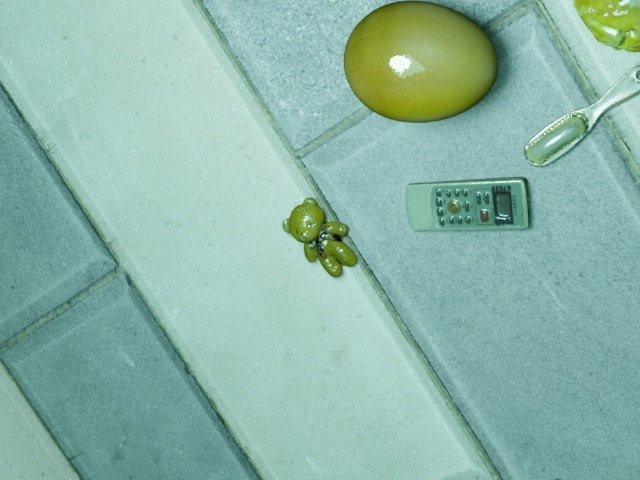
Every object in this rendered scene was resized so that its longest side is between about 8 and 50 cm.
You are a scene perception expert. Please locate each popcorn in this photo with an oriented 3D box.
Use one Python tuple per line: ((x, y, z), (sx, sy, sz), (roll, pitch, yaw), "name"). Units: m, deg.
((0.591, -0.487, 1.438), (0.277, 0.225, 0.276), (2, 78, -8), "popcorn")

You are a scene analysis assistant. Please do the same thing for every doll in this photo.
((0.000, 0.000, 1.935), (0.137, 0.097, 0.209), (-41, 95, 23), "doll")

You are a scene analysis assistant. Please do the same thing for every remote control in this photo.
((0.336, -0.081, 1.794), (0.285, 0.038, 0.123), (0, 109, 23), "remote control")

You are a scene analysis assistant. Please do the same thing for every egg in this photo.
((0.209, -0.372, 1.625), (0.323, 0.250, 0.250), (6, 111, 11), "egg")

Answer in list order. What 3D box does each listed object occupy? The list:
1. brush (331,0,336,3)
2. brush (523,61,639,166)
((0.055, -0.570, 1.752), (0.084, 0.013, 0.016), (-39, 95, 22), "brush")
((0.560, -0.257, 1.625), (0.313, 0.067, 0.072), (-38, 90, 27), "brush")
